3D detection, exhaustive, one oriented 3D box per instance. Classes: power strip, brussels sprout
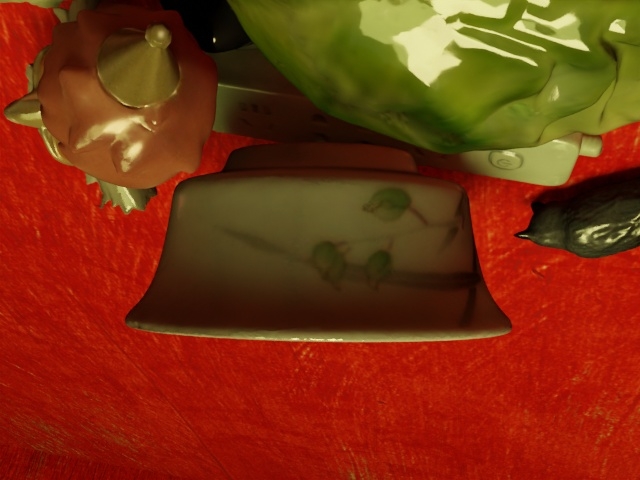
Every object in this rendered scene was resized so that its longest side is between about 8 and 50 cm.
[{"bbox_3d":[0.073,-0.119,0.863,0.385,0.062,0.091,11,155,8],"label":"power strip"},{"bbox_3d":[0.111,-0.194,0.478,0.355,0.281,0.289,7,140,16],"label":"brussels sprout"}]

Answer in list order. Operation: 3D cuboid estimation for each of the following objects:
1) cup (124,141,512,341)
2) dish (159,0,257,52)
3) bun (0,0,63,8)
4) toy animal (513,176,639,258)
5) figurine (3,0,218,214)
[{"bbox_3d":[0.000,0.000,0.830,0.347,0.163,0.347,1,179,0],"label":"cup"},{"bbox_3d":[-0.087,-0.196,0.775,0.141,0.078,0.141,11,151,6],"label":"dish"},{"bbox_3d":[-0.242,-0.260,0.675,0.231,0.133,0.231,11,150,6],"label":"bun"},{"bbox_3d":[0.296,-0.026,0.905,0.210,0.121,0.117,6,133,27],"label":"toy animal"},{"bbox_3d":[-0.181,-0.117,0.766,0.166,0.207,0.387,-7,-171,-21],"label":"figurine"}]
